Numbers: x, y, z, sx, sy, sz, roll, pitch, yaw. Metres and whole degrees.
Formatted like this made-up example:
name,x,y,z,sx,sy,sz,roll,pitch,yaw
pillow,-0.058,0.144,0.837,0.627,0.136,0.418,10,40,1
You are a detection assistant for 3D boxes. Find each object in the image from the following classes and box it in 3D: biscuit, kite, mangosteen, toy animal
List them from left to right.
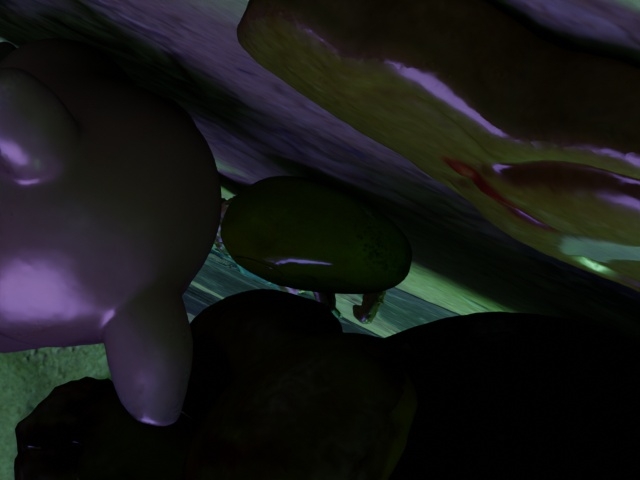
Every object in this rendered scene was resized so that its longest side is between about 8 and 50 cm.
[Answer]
name,x,y,z,sx,sy,sz,roll,pitch,yaw
toy animal,-0.142,-0.020,0.944,0.166,0.154,0.250,43,164,-24
kite,-0.096,0.004,1.610,0.314,0.011,0.335,30,172,-36
mangosteen,0.065,0.194,1.004,0.421,0.381,0.381,55,166,-14
biscuit,0.109,-0.004,0.594,0.295,0.044,0.186,26,171,-4

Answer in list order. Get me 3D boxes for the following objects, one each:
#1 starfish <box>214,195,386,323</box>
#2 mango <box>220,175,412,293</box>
name,x,y,z,sx,sy,sz,roll,pitch,yaw
starfish,-0.049,-0.014,1.198,0.209,0.053,0.150,25,163,48
mango,0.000,0.000,0.988,0.108,0.056,0.073,17,175,41
